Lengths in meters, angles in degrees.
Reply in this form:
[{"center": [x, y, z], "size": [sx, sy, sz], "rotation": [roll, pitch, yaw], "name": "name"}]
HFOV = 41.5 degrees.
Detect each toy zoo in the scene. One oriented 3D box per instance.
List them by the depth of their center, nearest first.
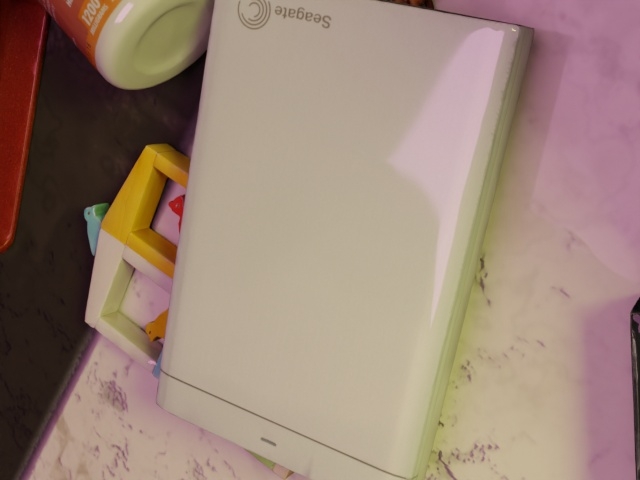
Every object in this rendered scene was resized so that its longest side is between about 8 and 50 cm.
[{"center": [-0.102, 0.047, 0.737], "size": [0.293, 0.030, 0.192], "rotation": [34, 114, 20], "name": "toy zoo"}]

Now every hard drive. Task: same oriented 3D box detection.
[{"center": [0.000, 0.000, 0.625], "size": [0.233, 0.047, 0.352], "rotation": [18, 106, 26], "name": "hard drive"}]

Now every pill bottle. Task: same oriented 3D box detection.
[{"center": [-0.184, -0.234, 0.678], "size": [0.216, 0.121, 0.121], "rotation": [48, 119, 13], "name": "pill bottle"}]

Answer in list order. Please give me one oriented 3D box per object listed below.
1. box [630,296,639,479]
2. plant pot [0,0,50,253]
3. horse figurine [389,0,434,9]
[{"center": [0.288, 0.146, 0.518], "size": [0.175, 0.051, 0.220], "rotation": [-1, 99, 30], "name": "box"}, {"center": [-0.446, -0.135, 0.770], "size": [0.236, 0.267, 0.267], "rotation": [27, 112, 26], "name": "plant pot"}, {"center": [0.020, -0.302, 0.580], "size": [0.175, 0.066, 0.263], "rotation": [25, 114, 32], "name": "horse figurine"}]
